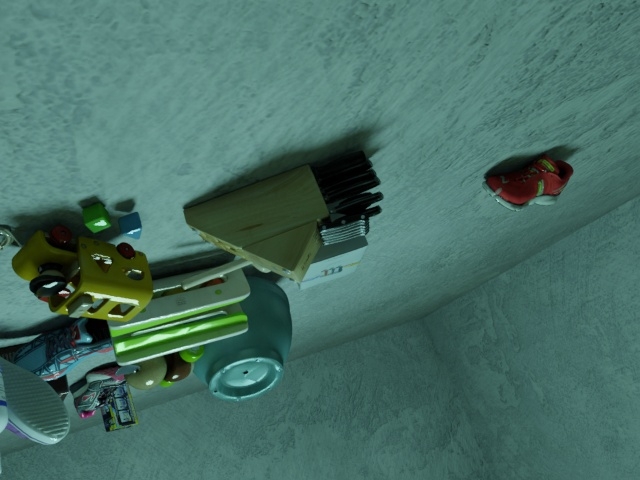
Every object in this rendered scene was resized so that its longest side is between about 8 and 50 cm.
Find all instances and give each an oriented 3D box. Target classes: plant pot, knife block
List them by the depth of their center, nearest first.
[{"bbox_3d":[-0.044,-0.068,0.814,0.276,0.242,0.088,23,166,12],"label":"knife block"},{"bbox_3d":[-0.193,0.256,1.207,0.293,0.196,0.293,-12,136,-12],"label":"plant pot"}]

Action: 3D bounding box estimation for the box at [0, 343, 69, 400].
[{"bbox_3d":[-0.769,0.338,1.080,0.381,0.143,0.191,-10,159,-36],"label":"box"}]

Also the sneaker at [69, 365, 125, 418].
[{"bbox_3d":[-0.708,0.486,1.631,0.121,0.112,0.299,-1,153,-47],"label":"sneaker"}]

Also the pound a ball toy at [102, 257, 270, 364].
[{"bbox_3d":[-0.264,0.099,1.006,0.319,0.135,0.208,-13,136,-24],"label":"pound a ball toy"}]

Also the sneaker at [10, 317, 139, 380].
[{"bbox_3d":[-0.517,0.203,1.055,0.262,0.104,0.125,-22,160,-28],"label":"sneaker"}]

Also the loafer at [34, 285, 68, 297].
[{"bbox_3d":[-0.411,0.051,0.797,0.125,0.045,0.039,-31,144,9],"label":"loafer"}]

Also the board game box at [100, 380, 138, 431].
[{"bbox_3d":[-0.749,0.607,1.845,0.048,0.170,0.141,-24,162,5],"label":"board game box"}]

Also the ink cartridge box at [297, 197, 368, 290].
[{"bbox_3d":[0.000,0.000,0.954,0.127,0.128,0.176,-18,163,-10],"label":"ink cartridge box"}]

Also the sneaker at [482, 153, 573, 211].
[{"bbox_3d":[0.488,-0.147,1.170,0.279,0.107,0.118,-12,142,-36],"label":"sneaker"}]

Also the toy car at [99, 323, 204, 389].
[{"bbox_3d":[-0.376,0.257,1.071,0.155,0.149,0.188,-45,166,33],"label":"toy car"}]

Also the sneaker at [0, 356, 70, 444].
[{"bbox_3d":[-0.634,0.320,0.969,0.161,0.282,0.102,-45,-171,16],"label":"sneaker"}]

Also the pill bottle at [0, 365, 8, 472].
[{"bbox_3d":[-0.583,0.245,0.781,0.152,0.272,0.152,-19,162,-6],"label":"pill bottle"}]

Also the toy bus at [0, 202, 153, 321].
[{"bbox_3d":[-0.340,0.056,0.709,0.202,0.104,0.191,-16,148,-17],"label":"toy bus"}]
